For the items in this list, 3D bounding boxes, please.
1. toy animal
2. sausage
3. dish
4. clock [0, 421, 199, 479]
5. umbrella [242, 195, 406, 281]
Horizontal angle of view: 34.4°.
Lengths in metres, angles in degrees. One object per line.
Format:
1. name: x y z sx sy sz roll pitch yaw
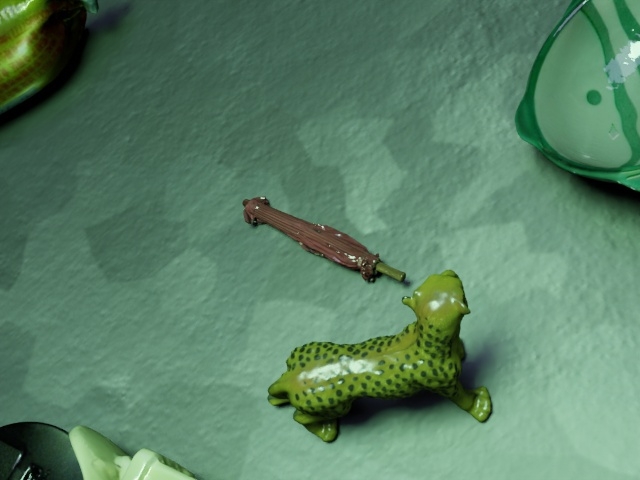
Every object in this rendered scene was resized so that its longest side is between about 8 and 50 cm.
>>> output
1. toy animal: 0.028 0.087 0.721 0.181 0.136 0.073 -13 63 15
2. sausage: -0.338 -0.171 0.976 0.317 0.125 0.117 -27 61 6
3. dish: 0.264 -0.119 0.739 0.246 0.078 0.224 -29 43 29
4. clock: -0.222 0.316 0.722 0.276 0.120 0.379 13 71 30
5. umbrella: 0.000 0.000 0.835 0.165 0.025 0.027 26 97 30
